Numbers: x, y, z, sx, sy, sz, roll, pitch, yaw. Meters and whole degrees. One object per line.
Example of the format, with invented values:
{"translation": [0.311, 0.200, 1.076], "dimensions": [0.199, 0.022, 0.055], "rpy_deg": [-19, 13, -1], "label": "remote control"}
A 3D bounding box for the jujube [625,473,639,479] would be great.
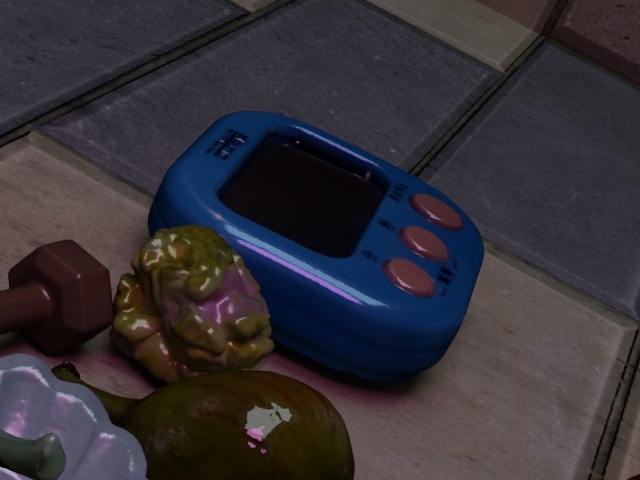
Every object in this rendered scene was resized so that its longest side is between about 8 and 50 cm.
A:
{"translation": [0.247, 0.273, 1.130], "dimensions": [0.168, 0.168, 0.236], "rpy_deg": [38, 45, 25], "label": "jujube"}

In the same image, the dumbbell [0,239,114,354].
{"translation": [-0.258, 0.058, 1.148], "dimensions": [0.231, 0.092, 0.082], "rpy_deg": [-16, 74, -54], "label": "dumbbell"}

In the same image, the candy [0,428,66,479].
{"translation": [-0.276, 0.086, 0.857], "dimensions": [0.119, 0.119, 0.440], "rpy_deg": [-1, 7, -44], "label": "candy"}

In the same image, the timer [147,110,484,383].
{"translation": [0.000, 0.000, 1.469], "dimensions": [0.309, 0.115, 0.340], "rpy_deg": [27, 25, 2], "label": "timer"}

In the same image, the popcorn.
{"translation": [-0.104, 0.057, 1.253], "dimensions": [0.145, 0.126, 0.126], "rpy_deg": [44, 23, 23], "label": "popcorn"}

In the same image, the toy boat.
{"translation": [-0.191, 0.178, 0.945], "dimensions": [0.199, 0.100, 0.290], "rpy_deg": [9, 27, -41], "label": "toy boat"}

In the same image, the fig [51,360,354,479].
{"translation": [-0.101, 0.130, 1.092], "dimensions": [0.259, 0.151, 0.151], "rpy_deg": [32, 25, 22], "label": "fig"}
